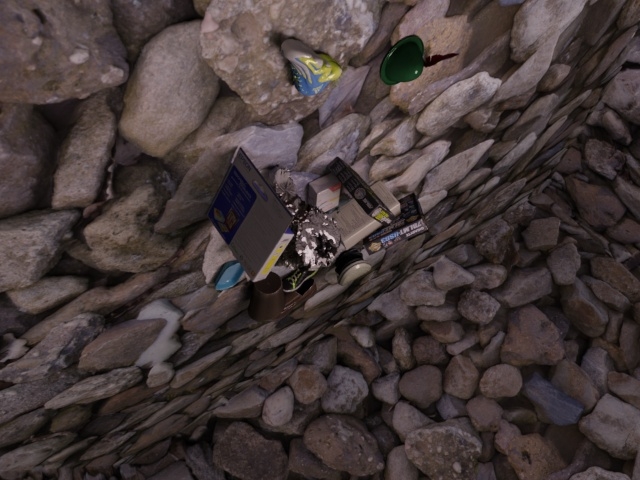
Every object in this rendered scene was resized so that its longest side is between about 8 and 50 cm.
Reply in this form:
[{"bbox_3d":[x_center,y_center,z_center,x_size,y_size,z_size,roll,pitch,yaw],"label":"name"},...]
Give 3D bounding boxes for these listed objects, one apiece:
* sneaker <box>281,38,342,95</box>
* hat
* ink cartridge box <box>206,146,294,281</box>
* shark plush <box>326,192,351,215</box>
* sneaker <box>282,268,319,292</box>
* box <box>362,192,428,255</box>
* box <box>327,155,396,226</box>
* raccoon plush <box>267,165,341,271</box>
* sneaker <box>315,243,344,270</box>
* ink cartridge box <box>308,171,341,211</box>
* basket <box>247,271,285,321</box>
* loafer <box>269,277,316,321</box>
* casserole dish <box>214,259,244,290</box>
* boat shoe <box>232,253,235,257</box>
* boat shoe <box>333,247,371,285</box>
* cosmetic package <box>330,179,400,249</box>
[{"bbox_3d":[-0.040,-0.453,1.264,0.240,0.091,0.126,-2,140,-53],"label":"sneaker"},{"bbox_3d":[0.311,-0.526,1.479,0.173,0.183,0.208,-36,156,1],"label":"hat"},{"bbox_3d":[-0.213,-0.079,1.462,0.072,0.303,0.307,-12,148,-48],"label":"ink cartridge box"},{"bbox_3d":[0.061,-0.144,1.996,0.161,0.067,0.073,-42,156,15],"label":"shark plush"},{"bbox_3d":[-0.109,0.167,2.349,0.235,0.084,0.097,-37,145,-19],"label":"sneaker"},{"bbox_3d":[0.338,-0.081,2.185,0.296,0.293,0.073,-27,115,16],"label":"box"},{"bbox_3d":[0.163,-0.186,1.806,0.060,0.270,0.216,-43,156,13],"label":"box"},{"bbox_3d":[-0.105,-0.070,1.760,0.216,0.446,0.299,-26,-165,-31],"label":"raccoon plush"},{"bbox_3d":[0.046,0.071,2.316,0.292,0.118,0.110,-20,150,-35],"label":"sneaker"},{"bbox_3d":[0.014,-0.174,1.879,0.115,0.067,0.198,-28,156,-17],"label":"ink cartridge box"},{"bbox_3d":[-0.255,0.261,2.233,0.204,0.154,0.226,-31,153,-26],"label":"basket"},{"bbox_3d":[-0.170,0.287,2.436,0.366,0.134,0.130,-32,154,-33],"label":"loafer"},{"bbox_3d":[-0.384,0.142,1.972,0.114,0.037,0.188,-9,144,-45],"label":"casserole dish"},{"bbox_3d":[-0.226,-0.012,1.833,0.277,0.098,0.096,-30,156,-38],"label":"boat shoe"},{"bbox_3d":[0.151,0.128,2.387,0.187,0.155,0.500,-29,174,2],"label":"boat shoe"},{"bbox_3d":[0.194,-0.115,2.118,0.310,0.160,0.113,-34,157,-2],"label":"cosmetic package"}]
